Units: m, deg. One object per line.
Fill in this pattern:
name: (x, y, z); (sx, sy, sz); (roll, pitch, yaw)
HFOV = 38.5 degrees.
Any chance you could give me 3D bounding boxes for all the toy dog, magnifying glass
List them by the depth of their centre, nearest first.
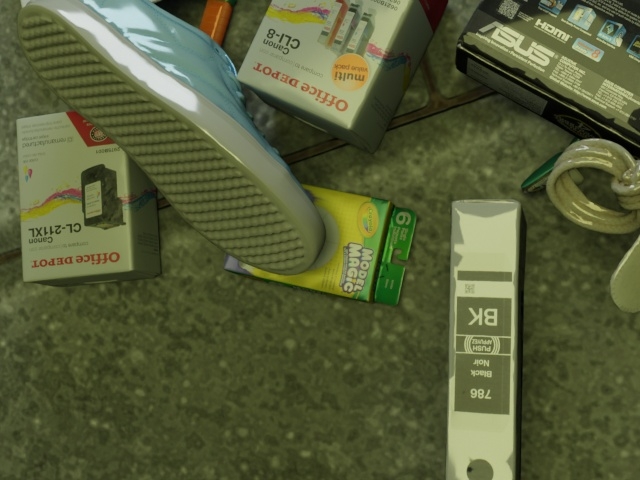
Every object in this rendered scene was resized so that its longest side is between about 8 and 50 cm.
toy dog: (0.318, 0.047, 0.707); (0.334, 0.161, 0.220); (47, 137, -8)
magnifying glass: (-0.099, -0.277, 0.978); (0.092, 0.026, 0.231); (17, 87, 14)

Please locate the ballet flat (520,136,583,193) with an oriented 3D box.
ballet flat: (0.243, -0.077, 0.869); (0.114, 0.041, 0.041); (-45, 77, 7)

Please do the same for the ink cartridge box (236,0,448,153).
ink cartridge box: (0.024, -0.194, 0.886); (0.128, 0.127, 0.176); (26, 92, 14)

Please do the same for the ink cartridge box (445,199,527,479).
ink cartridge box: (0.148, 0.138, 0.807); (0.065, 0.165, 0.333); (0, 84, 14)

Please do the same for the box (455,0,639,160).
box: (0.364, -0.198, 0.798); (0.395, 0.097, 0.318); (31, 91, 9)

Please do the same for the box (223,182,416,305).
box: (0.000, 0.000, 0.919); (0.179, 0.043, 0.105); (11, 87, 13)

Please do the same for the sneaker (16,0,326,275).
sneaker: (-0.112, -0.130, 0.884); (0.366, 0.135, 0.150); (44, 53, 2)

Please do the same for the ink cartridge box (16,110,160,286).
ink cartridge box: (-0.244, -0.044, 0.966); (0.127, 0.072, 0.175); (-6, 83, 12)

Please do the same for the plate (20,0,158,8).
plate: (-0.217, -0.369, 0.989); (0.277, 0.045, 0.278); (-18, 81, 18)
